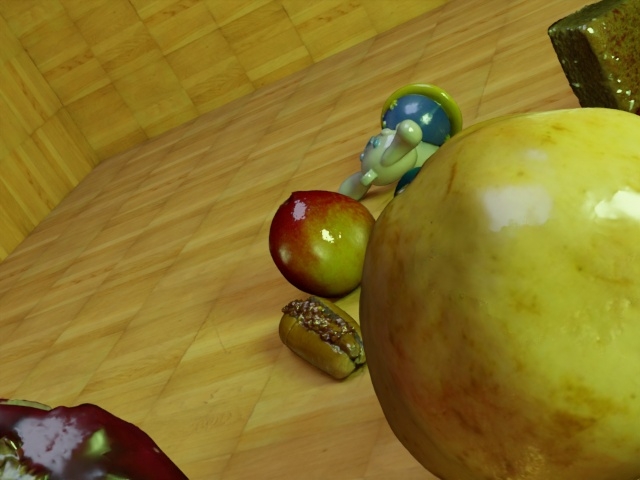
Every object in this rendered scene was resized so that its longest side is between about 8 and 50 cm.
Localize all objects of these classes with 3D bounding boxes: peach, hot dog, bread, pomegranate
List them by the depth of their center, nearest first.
[{"bbox_3d":[0.231,0.076,0.921,0.411,0.412,0.411,-27,22,12],"label":"pomegranate"},{"bbox_3d":[0.525,-0.349,1.397,0.416,0.165,0.113,-37,24,-19],"label":"bread"},{"bbox_3d":[-0.003,0.139,1.454,0.102,0.076,0.249,-39,23,-10],"label":"hot dog"},{"bbox_3d":[0.000,0.000,1.591,0.197,0.197,0.197,-27,22,12],"label":"peach"}]

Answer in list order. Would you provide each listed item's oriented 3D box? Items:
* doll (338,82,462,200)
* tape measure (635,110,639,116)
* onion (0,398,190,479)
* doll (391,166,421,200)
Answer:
[{"bbox_3d":[0.162,-0.173,1.866,0.311,0.159,0.243,-43,21,45],"label":"doll"},{"bbox_3d":[0.576,-0.230,1.442,0.260,0.114,0.253,-4,34,50],"label":"tape measure"},{"bbox_3d":[-0.291,0.379,1.044,0.398,0.398,0.420,-34,-18,-7],"label":"onion"},{"bbox_3d":[0.227,-0.053,1.409,0.186,0.199,0.322,-9,-1,-33],"label":"doll"}]
